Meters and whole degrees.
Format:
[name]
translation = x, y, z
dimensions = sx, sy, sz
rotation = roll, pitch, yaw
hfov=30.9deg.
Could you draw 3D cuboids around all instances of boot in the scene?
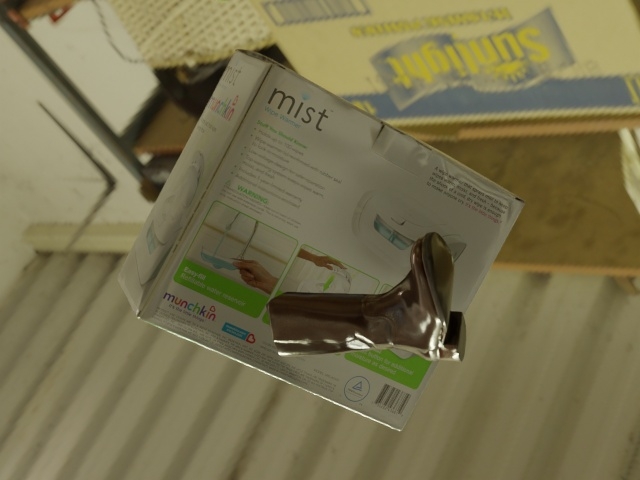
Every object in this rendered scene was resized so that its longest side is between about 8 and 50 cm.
[boot]
translation = 0.016, 0.033, 0.624
dimensions = 0.114, 0.106, 0.037
rotation = 3, -130, 18

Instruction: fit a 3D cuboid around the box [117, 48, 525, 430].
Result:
[box]
translation = 0.000, 0.000, 0.986
dimensions = 0.231, 0.262, 0.127
rotation = -63, -157, 4
